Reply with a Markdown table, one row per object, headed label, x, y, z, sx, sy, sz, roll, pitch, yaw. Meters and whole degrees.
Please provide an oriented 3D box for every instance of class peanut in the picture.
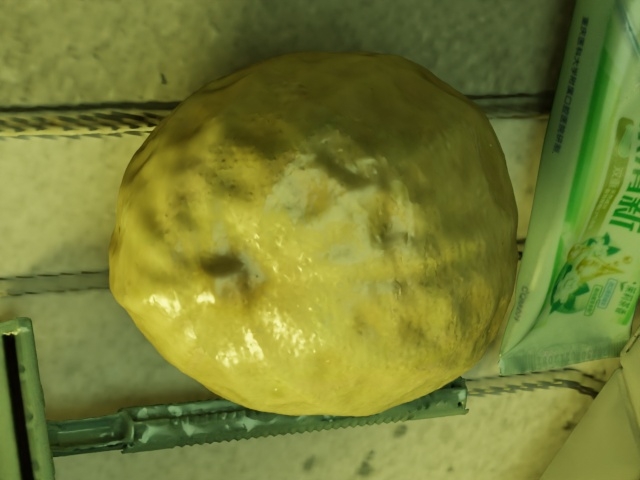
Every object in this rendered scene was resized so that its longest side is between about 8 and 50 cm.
| label | x | y | z | sx | sy | sz | roll | pitch | yaw |
| --- | --- | --- | --- | --- | --- | --- | --- | --- | --- |
| peanut | 0.000 | 0.000 | 0.506 | 0.159 | 0.109 | 0.140 | -12 | 103 | -22 |

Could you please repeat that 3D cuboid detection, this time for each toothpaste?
| label | x | y | z | sx | sy | sz | roll | pitch | yaw |
| --- | --- | --- | --- | --- | --- | --- | --- | --- | --- |
| toothpaste | 0.128 | -0.081 | 0.571 | 0.075 | 0.048 | 0.297 | -4 | 113 | -29 |

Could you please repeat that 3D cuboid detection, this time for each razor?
| label | x | y | z | sx | sy | sz | roll | pitch | yaw |
| --- | --- | --- | --- | --- | --- | --- | --- | --- | --- |
| razor | -0.031 | 0.072 | 0.560 | 0.211 | 0.036 | 0.084 | 0 | 69 | -31 |

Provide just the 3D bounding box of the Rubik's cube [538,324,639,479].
| label | x | y | z | sx | sy | sz | roll | pitch | yaw |
| --- | --- | --- | --- | --- | --- | --- | --- | --- | --- |
| Rubik's cube | 0.248 | 0.158 | 0.595 | 0.224 | 0.231 | 0.221 | 33 | 93 | -36 |
